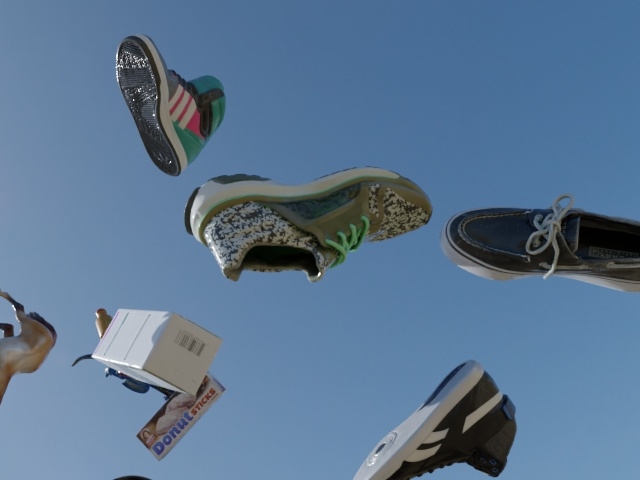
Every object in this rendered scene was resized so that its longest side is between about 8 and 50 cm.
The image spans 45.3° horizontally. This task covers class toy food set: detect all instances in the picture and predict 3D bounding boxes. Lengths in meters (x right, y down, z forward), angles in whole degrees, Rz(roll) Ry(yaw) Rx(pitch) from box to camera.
[{"bbox_3d":[-0.419,0.242,1.764,0.232,0.104,0.111,21,-73,-35],"label":"toy food set"}]

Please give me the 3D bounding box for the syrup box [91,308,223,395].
[{"bbox_3d":[-0.256,0.166,1.180,0.093,0.237,0.096,35,-110,-26],"label":"syrup box"}]

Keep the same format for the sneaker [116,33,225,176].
[{"bbox_3d":[-0.270,-0.287,1.468,0.178,0.124,0.295,-50,-33,-36],"label":"sneaker"}]

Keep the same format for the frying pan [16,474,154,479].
[{"bbox_3d":[-0.382,0.510,1.332,0.326,0.197,0.053,-6,-11,13],"label":"frying pan"}]

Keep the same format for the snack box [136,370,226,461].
[{"bbox_3d":[-0.247,0.305,1.355,0.178,0.064,0.022,-48,-11,10],"label":"snack box"}]

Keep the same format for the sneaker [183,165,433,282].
[{"bbox_3d":[0.000,0.000,1.217,0.411,0.182,0.158,-6,-41,-18],"label":"sneaker"}]

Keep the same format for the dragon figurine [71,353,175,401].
[{"bbox_3d":[-0.466,0.330,1.926,0.289,0.144,0.085,34,-106,-45],"label":"dragon figurine"}]

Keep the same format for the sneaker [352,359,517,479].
[{"bbox_3d":[0.149,0.258,0.913,0.217,0.121,0.079,-44,2,-6],"label":"sneaker"}]

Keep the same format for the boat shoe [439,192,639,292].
[{"bbox_3d":[0.317,0.001,1.030,0.306,0.113,0.105,13,-25,10],"label":"boat shoe"}]

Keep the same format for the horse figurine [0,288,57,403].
[{"bbox_3d":[-0.463,0.155,1.092,0.066,0.174,0.263,-62,-11,24],"label":"horse figurine"}]
